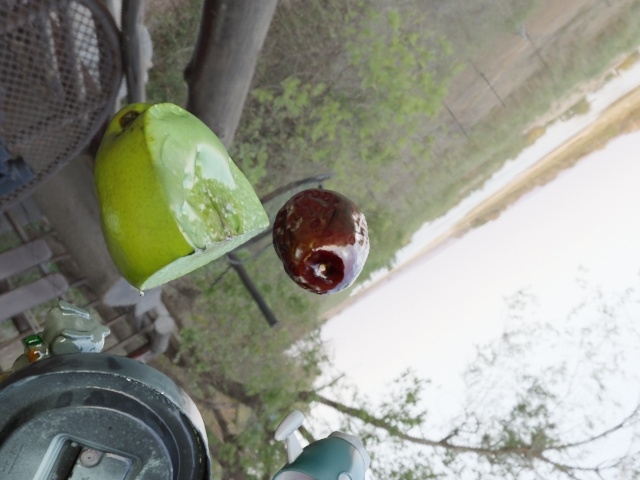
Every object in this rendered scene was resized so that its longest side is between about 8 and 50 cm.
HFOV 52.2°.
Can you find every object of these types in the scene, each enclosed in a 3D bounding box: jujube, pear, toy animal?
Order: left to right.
[{"bbox_3d":[-0.496,0.226,1.195,0.138,0.108,0.236,24,109,-42],"label":"toy animal"},{"bbox_3d":[-0.281,-0.092,1.154,0.239,0.317,0.342,-26,179,18],"label":"pear"},{"bbox_3d":[0.000,0.000,1.480,0.223,0.223,0.318,-34,-160,12],"label":"jujube"}]

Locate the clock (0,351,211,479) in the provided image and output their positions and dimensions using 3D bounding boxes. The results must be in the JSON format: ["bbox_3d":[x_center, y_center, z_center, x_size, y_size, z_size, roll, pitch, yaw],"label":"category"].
[{"bbox_3d":[-0.363,0.352,1.018,0.386,0.386,0.076,-33,-158,3],"label":"clock"}]

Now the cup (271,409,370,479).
[{"bbox_3d":[0.013,0.475,1.308,0.168,0.299,0.173,-28,-177,37],"label":"cup"}]
